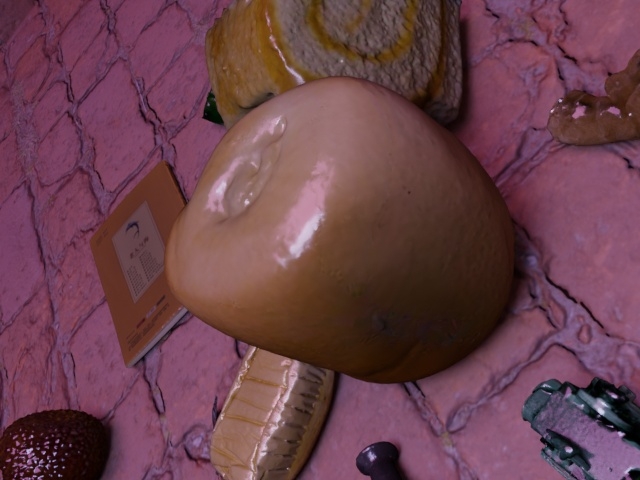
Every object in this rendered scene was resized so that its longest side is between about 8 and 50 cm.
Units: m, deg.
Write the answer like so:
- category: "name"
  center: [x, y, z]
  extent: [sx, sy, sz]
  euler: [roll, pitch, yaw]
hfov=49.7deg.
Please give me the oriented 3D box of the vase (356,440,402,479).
- category: "vase"
  center: [0.094, 0.323, 0.831]
  extent: [0.120, 0.120, 0.183]
  euler: [-49, 29, 11]

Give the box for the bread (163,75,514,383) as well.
- category: "bread"
  center: [0.050, 0.016, 0.823]
  extent: [0.348, 0.376, 0.253]
  euler: [-47, 47, 11]

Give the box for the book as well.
- category: "book"
  center: [-0.354, 0.035, 1.415]
  extent: [0.269, 0.032, 0.389]
  euler: [-44, 47, 14]

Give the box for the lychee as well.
- category: "lychee"
  center: [-0.483, 0.397, 1.247]
  extent: [0.194, 0.194, 0.195]
  euler: [-19, 58, 34]

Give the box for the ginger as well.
- category: "ginger"
  center: [0.420, -0.148, 0.789]
  extent: [0.333, 0.081, 0.148]
  euler: [30, 95, 46]

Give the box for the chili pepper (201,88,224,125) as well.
- category: "chili pepper"
  center: [-0.168, -0.263, 1.380]
  extent: [0.224, 0.061, 0.098]
  euler: [33, 97, 47]

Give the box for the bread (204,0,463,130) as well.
- category: "bread"
  center: [0.052, -0.228, 1.020]
  extent: [0.239, 0.395, 0.264]
  euler: [-18, 82, 56]

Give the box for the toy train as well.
- category: "toy train"
  center: [0.316, 0.225, 0.643]
  extent: [0.269, 0.154, 0.115]
  euler: [38, 97, 46]

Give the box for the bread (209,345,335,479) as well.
- category: "bread"
  center: [-0.065, 0.246, 1.002]
  extent: [0.140, 0.106, 0.236]
  euler: [17, 82, 43]

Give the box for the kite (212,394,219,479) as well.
- category: "kite"
  center: [-0.156, 0.349, 1.052]
  extent: [0.127, 0.016, 0.229]
  euler: [105, 158, -61]
